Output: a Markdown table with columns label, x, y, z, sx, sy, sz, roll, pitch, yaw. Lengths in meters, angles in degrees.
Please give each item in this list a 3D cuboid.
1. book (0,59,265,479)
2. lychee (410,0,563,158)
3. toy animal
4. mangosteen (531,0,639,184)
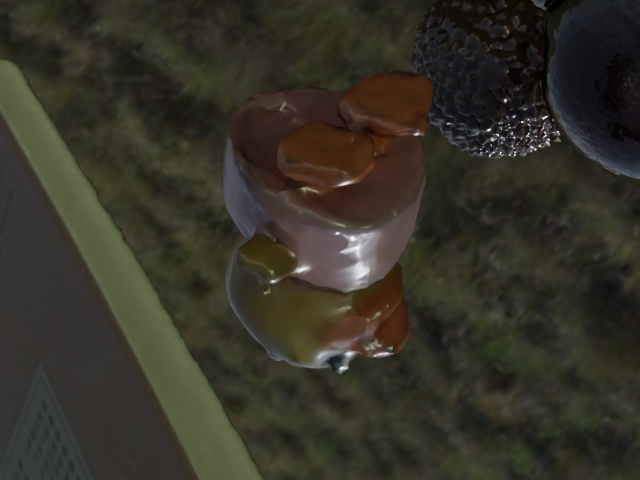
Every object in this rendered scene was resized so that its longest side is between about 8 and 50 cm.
| label | x | y | z | sx | sy | sz | roll | pitch | yaw |
| --- | --- | --- | --- | --- | --- | --- | --- | --- | --- |
| book | -0.086 | 0.148 | 0.567 | 0.389 | 0.032 | 0.269 | 57 | 141 | 29 |
| lychee | 0.222 | -0.206 | 1.624 | 0.236 | 0.236 | 0.271 | 45 | -165 | -11 |
| toy animal | -0.003 | 0.000 | 1.090 | 0.169 | 0.195 | 0.281 | 29 | 141 | 30 |
| mangosteen | 0.324 | -0.192 | 1.260 | 0.293 | 0.297 | 0.297 | 21 | 160 | 12 |
